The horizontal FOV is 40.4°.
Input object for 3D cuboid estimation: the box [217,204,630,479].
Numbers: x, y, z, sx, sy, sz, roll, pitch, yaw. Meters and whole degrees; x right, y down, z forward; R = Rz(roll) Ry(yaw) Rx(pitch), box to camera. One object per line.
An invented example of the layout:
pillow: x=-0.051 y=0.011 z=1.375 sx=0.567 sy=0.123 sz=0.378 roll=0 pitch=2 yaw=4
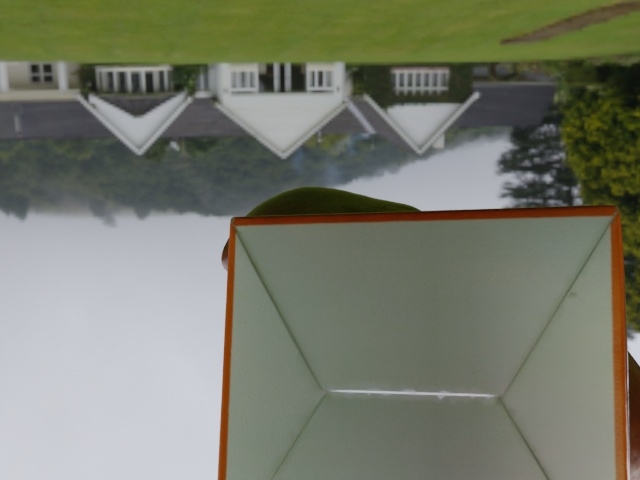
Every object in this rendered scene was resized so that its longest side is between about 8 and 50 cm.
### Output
box: x=0.109 y=0.145 z=0.830 sx=0.348 sy=0.319 sz=0.257 roll=-2 pitch=171 yaw=17

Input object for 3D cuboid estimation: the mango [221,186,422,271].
mango: x=0.000 y=0.000 z=1.059 sx=0.267 sy=0.133 sz=0.111 roll=-6 pitch=168 yaw=17

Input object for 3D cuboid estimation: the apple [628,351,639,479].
apple: x=0.324 y=0.243 z=1.295 sx=0.328 sy=0.365 sz=0.295 roll=-37 pitch=174 yaw=26
